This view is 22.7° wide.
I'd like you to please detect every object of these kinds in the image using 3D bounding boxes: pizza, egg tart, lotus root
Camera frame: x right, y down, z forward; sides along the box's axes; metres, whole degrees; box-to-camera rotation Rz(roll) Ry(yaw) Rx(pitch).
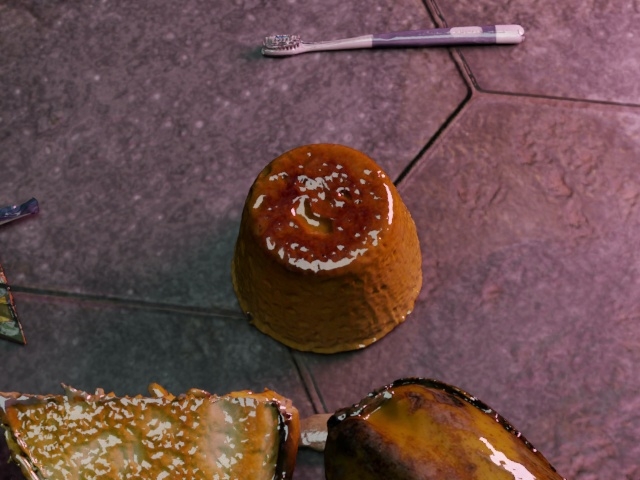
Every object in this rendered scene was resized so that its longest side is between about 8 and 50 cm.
[{"bbox_3d":[-0.169,0.254,1.493,0.288,0.074,0.251,5,83,-5],"label":"pizza"},{"bbox_3d":[0.000,0.000,1.583,0.203,0.147,0.202,-2,67,5],"label":"egg tart"},{"bbox_3d":[0.153,0.284,1.424,0.196,0.179,0.397,-36,67,-9],"label":"lotus root"}]

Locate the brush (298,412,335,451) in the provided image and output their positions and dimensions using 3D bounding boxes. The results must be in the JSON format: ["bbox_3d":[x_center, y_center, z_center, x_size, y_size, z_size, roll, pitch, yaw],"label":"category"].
[{"bbox_3d":[-0.037,0.189,1.561,0.248,0.036,0.043,-3,72,3],"label":"brush"}]

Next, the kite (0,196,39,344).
[{"bbox_3d":[-0.413,-0.010,1.693,0.234,0.016,0.321,-20,65,-3],"label":"kite"}]

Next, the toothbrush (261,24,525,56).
[{"bbox_3d":[0.079,-0.220,1.742,0.288,0.026,0.024,-2,69,3],"label":"toothbrush"}]
